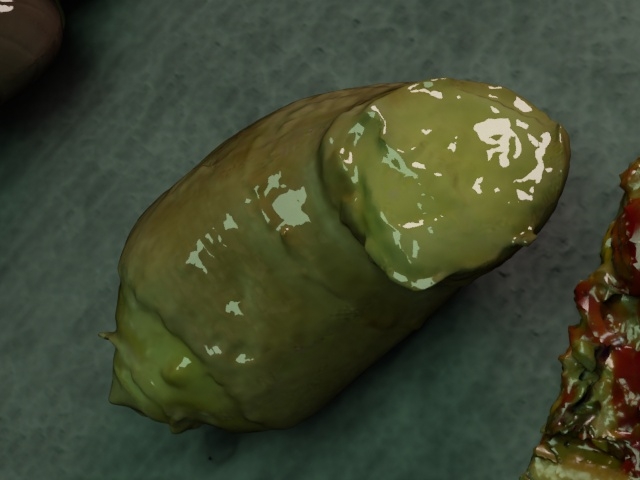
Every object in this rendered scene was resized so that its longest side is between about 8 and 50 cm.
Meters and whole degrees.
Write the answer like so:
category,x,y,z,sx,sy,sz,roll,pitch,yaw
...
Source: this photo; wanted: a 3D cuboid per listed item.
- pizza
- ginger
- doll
category,x,y,z,sx,sy,sz,roll,pitch,yaw
pizza,0.174,0.040,0.746,0.201,0.053,0.193,-23,70,11
ginger,0.000,0.000,0.768,0.267,0.152,0.138,-36,94,24
doll,-0.179,-0.134,0.882,0.188,0.096,0.145,-24,44,1
